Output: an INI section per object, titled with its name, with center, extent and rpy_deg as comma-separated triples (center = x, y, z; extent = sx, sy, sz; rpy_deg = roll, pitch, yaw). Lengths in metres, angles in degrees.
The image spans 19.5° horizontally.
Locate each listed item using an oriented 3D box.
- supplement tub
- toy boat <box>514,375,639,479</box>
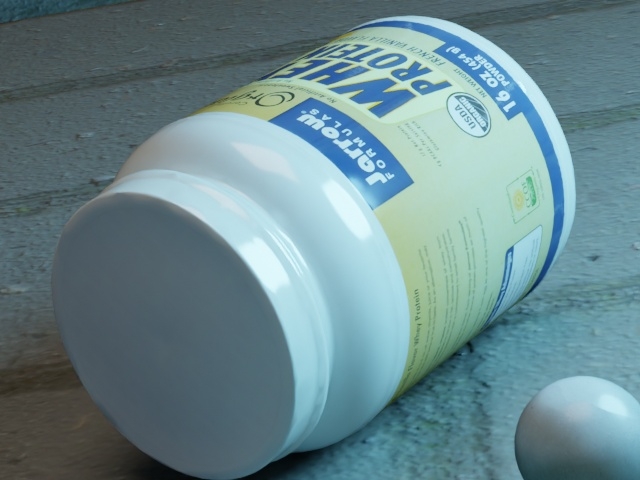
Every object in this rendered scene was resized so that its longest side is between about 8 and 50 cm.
[supplement tub]
center = 0.000, 0.000, 1.223
extent = 0.228, 0.228, 0.316
rpy_deg = 6, 26, 37
[toy boat]
center = 0.018, 0.172, 0.883
extent = 0.318, 0.148, 0.267
rpy_deg = -17, 22, -16
